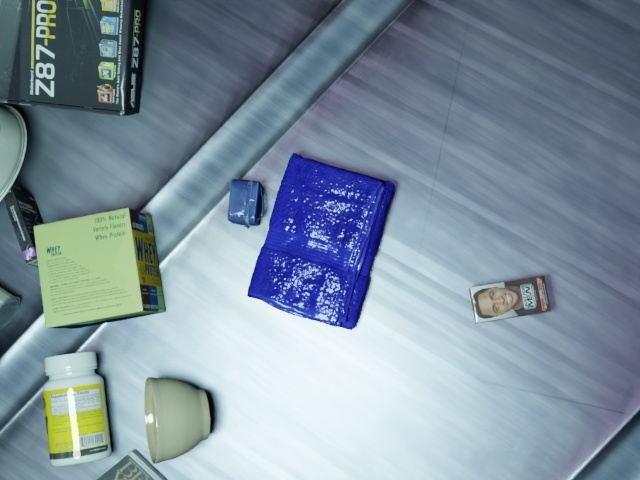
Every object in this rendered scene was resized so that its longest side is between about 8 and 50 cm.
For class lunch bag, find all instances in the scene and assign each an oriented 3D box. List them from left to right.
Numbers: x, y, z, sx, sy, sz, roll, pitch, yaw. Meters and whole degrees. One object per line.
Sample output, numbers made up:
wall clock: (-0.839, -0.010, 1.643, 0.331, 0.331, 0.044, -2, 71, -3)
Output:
lunch bag: (-0.144, -0.071, 1.686, 0.065, 0.067, 0.098, 3, 85, 8)

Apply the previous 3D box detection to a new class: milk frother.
milk frother: (-0.713, 0.146, 1.734, 0.135, 0.129, 0.143, 33, 132, 10)

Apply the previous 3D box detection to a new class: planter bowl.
planter bowl: (-0.272, 0.337, 1.623, 0.109, 0.162, 0.162, -4, 82, -19)

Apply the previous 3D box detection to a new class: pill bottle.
pill bottle: (-0.479, 0.327, 1.659, 0.119, 0.119, 0.208, -9, 82, 7)

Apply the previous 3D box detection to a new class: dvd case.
dvd case: (-0.363, 0.506, 1.585, 0.164, 0.221, 0.018, 40, 123, 10)

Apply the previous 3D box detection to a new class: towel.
towel: (0.000, 0.000, 1.654, 0.227, 0.076, 0.308, 16, 86, 8)

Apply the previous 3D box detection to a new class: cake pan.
cake pan: (-0.724, -0.161, 1.720, 0.293, 0.054, 0.293, -13, 62, 25)

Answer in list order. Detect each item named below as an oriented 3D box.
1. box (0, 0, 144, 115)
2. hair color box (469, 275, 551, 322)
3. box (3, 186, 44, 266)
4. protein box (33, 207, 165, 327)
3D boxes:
box: (-0.520, -0.466, 1.719, 0.318, 0.097, 0.395, 8, 102, 9)
hair color box: (0.359, 0.112, 1.609, 0.141, 0.043, 0.072, -11, 83, 7)
box: (-0.587, -0.023, 1.715, 0.029, 0.116, 0.162, -24, 81, 0)
protein box: (-0.434, 0.059, 1.675, 0.200, 0.136, 0.201, -11, 83, 7)
